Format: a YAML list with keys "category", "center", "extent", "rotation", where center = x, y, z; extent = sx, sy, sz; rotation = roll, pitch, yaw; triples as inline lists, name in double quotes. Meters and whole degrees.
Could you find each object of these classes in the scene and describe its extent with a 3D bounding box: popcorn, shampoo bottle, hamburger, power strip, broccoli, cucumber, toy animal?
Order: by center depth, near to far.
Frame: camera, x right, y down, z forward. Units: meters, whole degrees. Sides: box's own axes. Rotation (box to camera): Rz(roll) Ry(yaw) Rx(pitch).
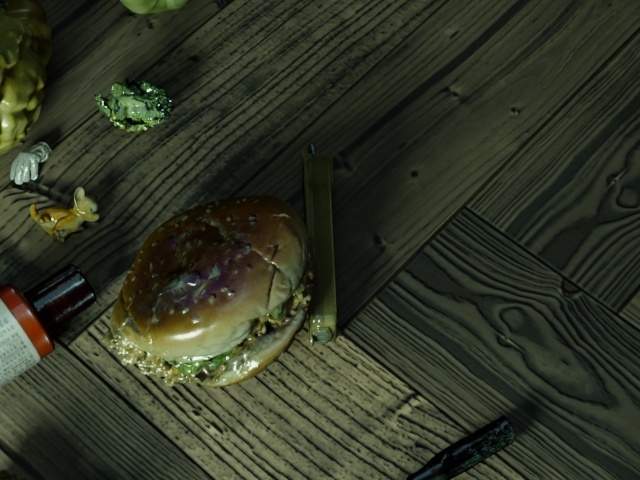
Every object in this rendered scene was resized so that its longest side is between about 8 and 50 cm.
- category: "cucumber"
  center: [0.158, 0.260, 1.462]
  extent: [0.163, 0.039, 0.043]
  rotation: [-28, 41, -15]
- category: "hamburger"
  center: [-0.136, 0.059, 1.521]
  extent: [0.286, 0.146, 0.243]
  rotation: [-37, 43, 1]
- category: "shampoo bottle"
  center: [-0.408, 0.127, 1.532]
  extent: [0.278, 0.104, 0.104]
  rotation: [-35, 63, -17]
- category: "power strip"
  center: [0.000, 0.000, 1.609]
  extent: [0.044, 0.064, 0.305]
  rotation: [-2, 59, -2]
- category: "toy animal"
  center: [-0.340, -0.042, 1.659]
  extent: [0.081, 0.060, 0.083]
  rotation: [36, 75, 20]
- category: "popcorn"
  center: [-0.503, -0.240, 1.704]
  extent: [0.265, 0.225, 0.332]
  rotation: [20, 40, 2]
- category: "broccoli"
  center: [-0.261, -0.191, 1.722]
  extent: [0.095, 0.092, 0.097]
  rotation: [-42, 67, 10]

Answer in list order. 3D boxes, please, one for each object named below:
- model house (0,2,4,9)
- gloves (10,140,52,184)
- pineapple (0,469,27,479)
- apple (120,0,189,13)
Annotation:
- category: "model house"
  center: [-0.569, -0.458, 1.807]
  extent: [0.160, 0.254, 0.196]
  rotation: [-31, 61, -11]
- category: "gloves"
  center: [-0.405, -0.113, 1.720]
  extent: [0.044, 0.037, 0.081]
  rotation: [1, 57, 46]
- category: "pineapple"
  center: [-0.308, 0.341, 1.404]
  extent: [0.237, 0.111, 0.119]
  rotation: [15, 91, 6]
- category: "apple"
  center: [-0.251, -0.438, 1.822]
  extent: [0.200, 0.200, 0.200]
  rotation: [-1, 59, 2]
